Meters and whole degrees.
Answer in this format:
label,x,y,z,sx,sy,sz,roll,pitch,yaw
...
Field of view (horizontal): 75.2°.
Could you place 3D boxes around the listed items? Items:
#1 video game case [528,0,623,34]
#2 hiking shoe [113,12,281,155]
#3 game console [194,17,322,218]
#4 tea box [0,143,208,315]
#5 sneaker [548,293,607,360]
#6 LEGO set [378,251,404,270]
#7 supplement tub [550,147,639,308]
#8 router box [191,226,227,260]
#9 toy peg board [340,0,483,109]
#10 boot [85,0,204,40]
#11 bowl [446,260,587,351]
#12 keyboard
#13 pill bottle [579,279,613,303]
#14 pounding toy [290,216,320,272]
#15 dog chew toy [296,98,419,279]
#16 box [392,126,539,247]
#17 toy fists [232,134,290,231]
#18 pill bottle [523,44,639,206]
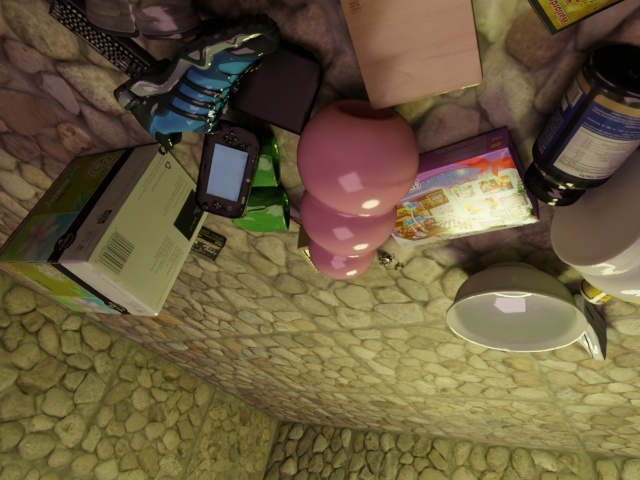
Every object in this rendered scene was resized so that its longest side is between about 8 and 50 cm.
label,x,y,z,sx,sy,sz,roll,pitch,yaw
video game case,0.296,-0.326,0.375,0.274,0.035,0.248,11,161,-44
hiking shoe,-0.173,-0.241,0.649,0.303,0.113,0.132,-12,126,30
game console,-0.140,-0.188,0.753,0.212,0.044,0.362,21,125,-2
tea box,-0.493,-0.022,0.980,0.323,0.329,0.220,-3,142,25
sneaker,0.667,0.221,1.072,0.091,0.094,0.258,-6,134,48
LEGO set,0.181,0.060,1.088,0.083,0.024,0.054,23,145,-9
supplement tub,0.579,0.010,0.668,0.324,0.236,0.235,23,145,-9
router box,-0.345,0.002,1.210,0.122,0.038,0.092,27,145,-16
toy peg board,0.135,-0.292,0.585,0.161,0.079,0.161,-6,124,28
boot,-0.333,-0.397,0.555,0.337,0.118,0.223,18,140,4
bowl,0.457,0.143,0.994,0.297,0.134,0.298,11,146,7
keyboard,-0.378,-0.360,0.730,0.180,0.023,0.108,36,141,-28
pill bottle,0.630,0.087,0.905,0.065,0.065,0.116,15,145,2
pounding toy,0.000,0.000,1.034,0.141,0.100,0.130,-13,138,20
dog chew toy,0.052,-0.070,0.745,0.206,0.207,0.332,12,125,6
box,0.250,-0.087,0.823,0.293,0.057,0.201,-13,137,36
toy fists,-0.152,-0.123,0.910,0.142,0.096,0.279,0,142,5
pill bottle,0.394,-0.154,0.612,0.122,0.123,0.219,13,146,5
